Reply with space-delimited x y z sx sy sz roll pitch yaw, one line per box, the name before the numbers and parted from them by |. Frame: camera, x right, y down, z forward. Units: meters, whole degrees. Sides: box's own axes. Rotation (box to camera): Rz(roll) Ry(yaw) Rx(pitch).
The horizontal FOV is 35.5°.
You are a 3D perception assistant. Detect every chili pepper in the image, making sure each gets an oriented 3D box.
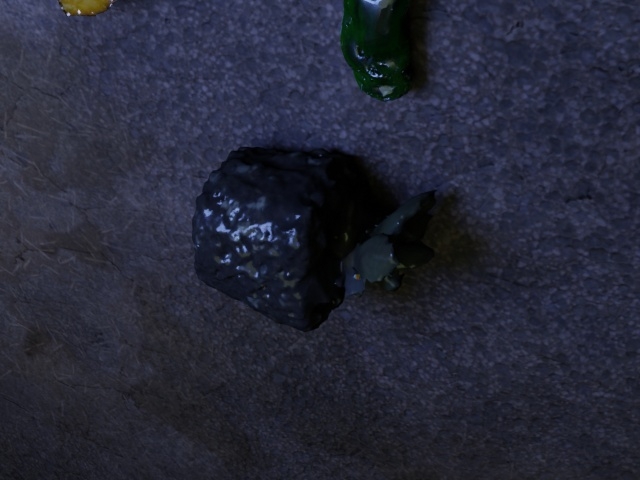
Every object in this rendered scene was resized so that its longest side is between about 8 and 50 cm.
chili pepper | 0.068 -0.268 1.177 0.098 0.061 0.224 17 137 23

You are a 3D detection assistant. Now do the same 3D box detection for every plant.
plant | 0.000 0.000 1.342 0.312 0.215 0.213 14 131 11

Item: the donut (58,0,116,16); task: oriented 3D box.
donut | -0.287 -0.388 1.234 0.141 0.085 0.217 10 133 19
